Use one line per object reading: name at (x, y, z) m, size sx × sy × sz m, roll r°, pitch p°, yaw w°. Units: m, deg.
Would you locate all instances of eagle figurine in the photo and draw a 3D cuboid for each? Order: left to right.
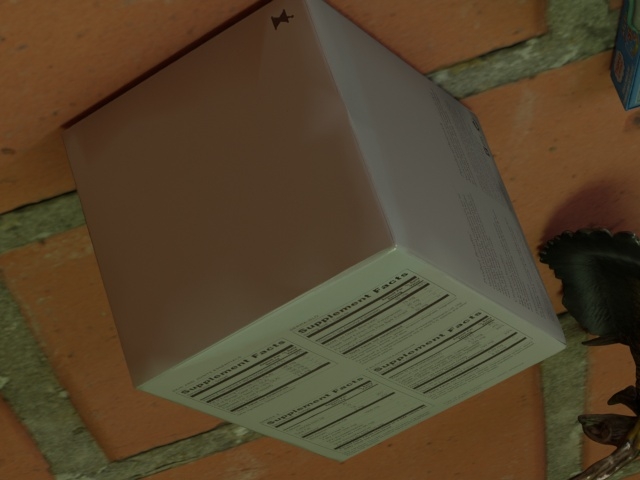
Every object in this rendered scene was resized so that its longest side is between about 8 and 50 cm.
eagle figurine at (0.321, 0.064, 1.697) m, size 0.226 × 0.225 × 0.298 m, roll -48°, pitch 143°, yaw -47°

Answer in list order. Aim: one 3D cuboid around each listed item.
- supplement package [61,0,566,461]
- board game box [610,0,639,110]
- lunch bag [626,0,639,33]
supplement package at (0.000, 0.000, 1.290) m, size 0.198 × 0.199 × 0.263 m, roll -29°, pitch 152°, yaw 20°
board game box at (0.316, -0.174, 1.356) m, size 0.211 × 0.039 × 0.160 m, roll -16°, pitch 153°, yaw -7°
lunch bag at (0.297, -0.176, 1.133) m, size 0.224 × 0.108 × 0.279 m, roll 11°, pitch 169°, yaw 9°
